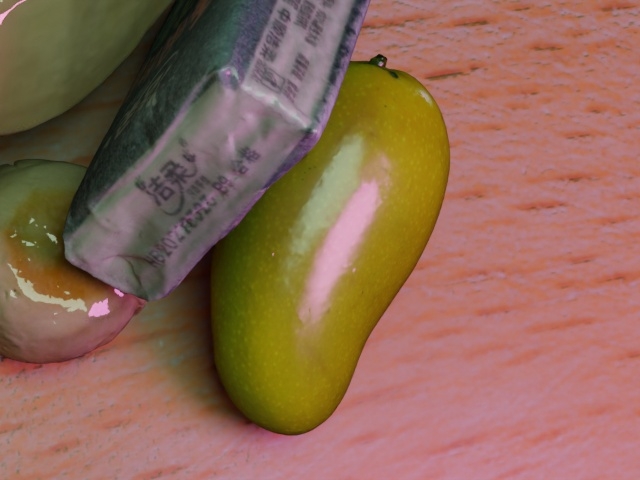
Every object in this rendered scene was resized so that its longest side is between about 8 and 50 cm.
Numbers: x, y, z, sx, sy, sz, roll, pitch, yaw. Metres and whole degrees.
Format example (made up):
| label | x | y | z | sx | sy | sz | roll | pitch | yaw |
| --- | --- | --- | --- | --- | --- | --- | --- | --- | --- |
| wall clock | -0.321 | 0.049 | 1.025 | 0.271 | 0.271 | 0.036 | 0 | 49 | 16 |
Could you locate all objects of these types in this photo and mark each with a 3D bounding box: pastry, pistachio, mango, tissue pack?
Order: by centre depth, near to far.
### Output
| label | x | y | z | sx | sy | sz | roll | pitch | yaw |
| --- | --- | --- | --- | --- | --- | --- | --- | --- | --- |
| tissue pack | -0.056 | -0.134 | 1.390 | 0.103 | 0.228 | 0.316 | 32 | 45 | -13 |
| pistachio | -0.213 | -0.198 | 1.411 | 0.318 | 0.193 | 0.214 | -35 | 95 | -29 |
| pastry | -0.195 | 0.012 | 1.421 | 0.156 | 0.092 | 0.156 | 9 | 65 | -20 |
| mango | 0.000 | 0.000 | 1.478 | 0.175 | 0.143 | 0.293 | 30 | 76 | -48 |
